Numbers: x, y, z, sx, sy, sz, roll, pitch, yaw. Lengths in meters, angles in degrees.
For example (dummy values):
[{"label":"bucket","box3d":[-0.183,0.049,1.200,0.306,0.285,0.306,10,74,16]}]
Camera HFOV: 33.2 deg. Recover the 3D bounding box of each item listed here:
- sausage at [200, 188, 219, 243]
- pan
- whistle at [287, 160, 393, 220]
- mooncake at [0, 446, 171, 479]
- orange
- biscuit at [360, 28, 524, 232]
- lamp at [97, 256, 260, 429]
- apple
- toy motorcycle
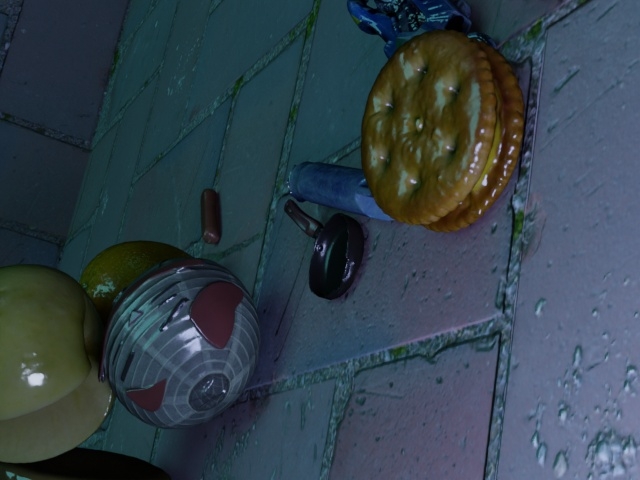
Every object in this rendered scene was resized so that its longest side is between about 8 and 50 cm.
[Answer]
[{"label":"sausage","box3d":[-0.201,-0.045,1.954,0.035,0.030,0.147,-58,26,31]},{"label":"pan","box3d":[0.003,0.000,1.430,0.114,0.040,0.212,-66,31,18]},{"label":"whistle","box3d":[0.033,-0.066,1.397,0.304,0.062,0.062,18,89,67]},{"label":"mooncake","box3d":[-0.371,0.414,1.646,0.284,0.285,0.155,180,100,-66]},{"label":"orange","box3d":[-0.284,0.107,1.769,0.236,0.236,0.236,-48,32,43]},{"label":"biscuit","box3d":[0.126,-0.119,1.162,0.220,0.066,0.220,-16,70,53]},{"label":"lamp","box3d":[-0.194,0.148,1.534,0.265,0.233,0.233,-58,25,13]},{"label":"apple","box3d":[-0.440,0.181,1.568,0.292,0.254,0.291,-13,-90,-84]},{"label":"toy motorcycle","box3d":[0.112,-0.244,1.291,0.135,0.092,0.254,-48,48,20]}]
